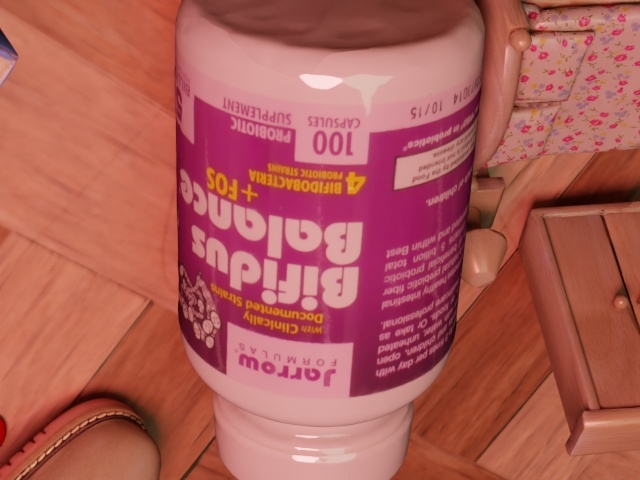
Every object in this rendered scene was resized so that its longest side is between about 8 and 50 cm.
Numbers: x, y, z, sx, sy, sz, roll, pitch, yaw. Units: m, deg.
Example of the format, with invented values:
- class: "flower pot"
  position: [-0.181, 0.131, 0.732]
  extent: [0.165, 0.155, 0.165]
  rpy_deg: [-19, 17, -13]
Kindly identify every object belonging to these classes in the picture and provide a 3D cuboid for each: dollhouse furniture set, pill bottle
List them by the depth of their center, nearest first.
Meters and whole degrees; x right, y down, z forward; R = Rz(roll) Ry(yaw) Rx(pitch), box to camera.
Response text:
- class: "pill bottle"
  position: [0.000, 0.000, 0.815]
  extent: [0.169, 0.169, 0.301]
  rpy_deg: [-11, 123, -21]
- class: "dollhouse furniture set"
  position: [0.238, -0.034, 0.817]
  extent: [0.303, 0.174, 0.355]
  rpy_deg: [-4, 145, -10]

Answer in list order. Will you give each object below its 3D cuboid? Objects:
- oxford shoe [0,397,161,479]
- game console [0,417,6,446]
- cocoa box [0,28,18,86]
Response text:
- class: "oxford shoe"
  position: [-0.182, 0.291, 0.849]
  extent: [0.140, 0.146, 0.397]
  rpy_deg: [42, 69, -52]
- class: "game console"
  position: [-0.287, 0.125, 0.846]
  extent: [0.124, 0.085, 0.144]
  rpy_deg: [-19, 133, 24]
- class: "cocoa box"
  position: [-0.329, -0.025, 0.590]
  extent: [0.228, 0.231, 0.347]
  rpy_deg: [26, 105, -36]
